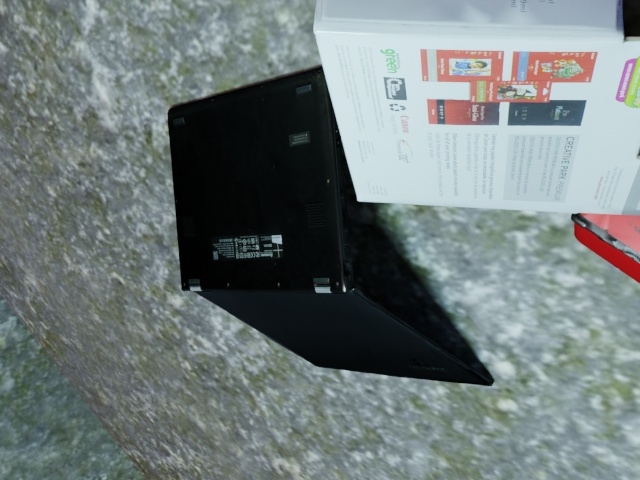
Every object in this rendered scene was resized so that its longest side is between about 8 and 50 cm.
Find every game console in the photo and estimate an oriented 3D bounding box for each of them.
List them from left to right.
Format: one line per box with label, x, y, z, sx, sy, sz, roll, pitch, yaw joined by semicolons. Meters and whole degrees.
game console;0.320;-0.006;1.010;0.144;0.085;0.124;37;116;20

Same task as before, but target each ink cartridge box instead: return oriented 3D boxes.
ink cartridge box;0.152;-0.135;0.831;0.271;0.130;0.309;4;161;9

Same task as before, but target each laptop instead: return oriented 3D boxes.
laptop;0.000;0.000;1.422;0.382;0.236;0.408;-3;92;53
